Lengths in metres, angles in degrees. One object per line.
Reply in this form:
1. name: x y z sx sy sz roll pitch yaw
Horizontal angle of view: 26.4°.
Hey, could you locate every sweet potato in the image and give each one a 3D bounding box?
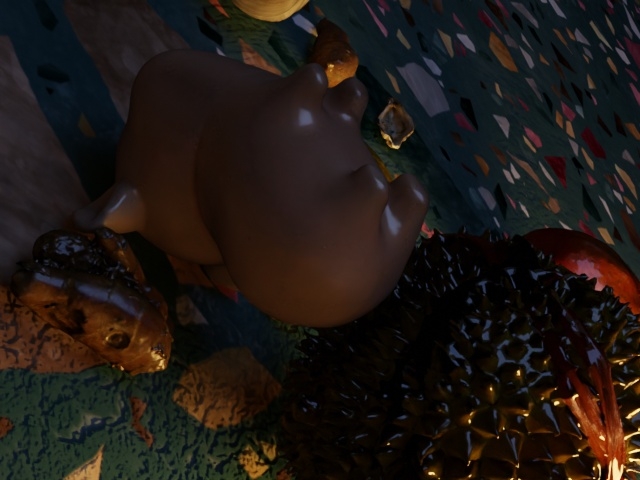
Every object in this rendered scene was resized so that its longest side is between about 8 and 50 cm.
1. sweet potato: 0.016 -0.243 1.805 0.068 0.068 0.226 47 16 -20

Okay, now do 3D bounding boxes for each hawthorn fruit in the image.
1. hawthorn fruit: 0.312 0.077 1.814 0.253 0.205 0.205 35 35 -29

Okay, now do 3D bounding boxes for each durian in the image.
1. durian: 0.143 0.149 1.293 0.384 0.347 0.347 -4 59 -21

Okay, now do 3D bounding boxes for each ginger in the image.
1. ginger: -0.188 0.040 1.172 0.162 0.073 0.103 38 33 -31

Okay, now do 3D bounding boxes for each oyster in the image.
1. oyster: 0.102 -0.160 1.886 0.051 0.034 0.093 36 43 -6

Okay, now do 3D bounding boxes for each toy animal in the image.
1. toy animal: -0.056 -0.046 1.255 0.237 0.269 0.326 24 32 -49

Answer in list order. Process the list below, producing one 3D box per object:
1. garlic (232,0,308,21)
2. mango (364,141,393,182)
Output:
1. garlic: -0.086 -0.394 1.690 0.212 0.218 0.218 23 31 3
2. mango: -0.021 -0.069 1.495 0.262 0.130 0.167 28 44 -34
